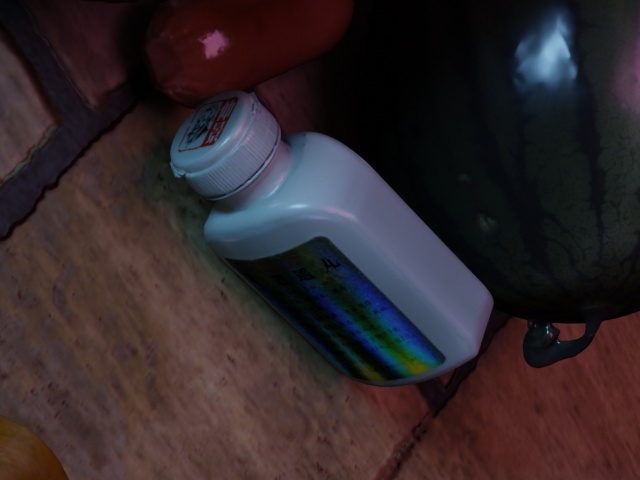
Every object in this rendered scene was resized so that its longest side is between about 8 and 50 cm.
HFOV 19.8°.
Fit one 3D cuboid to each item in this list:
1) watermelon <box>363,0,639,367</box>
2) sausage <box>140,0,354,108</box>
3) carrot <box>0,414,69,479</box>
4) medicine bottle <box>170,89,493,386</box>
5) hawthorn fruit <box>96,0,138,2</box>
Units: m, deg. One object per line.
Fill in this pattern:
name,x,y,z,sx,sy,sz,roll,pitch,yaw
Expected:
watermelon,0.170,-0.097,1.264,0.279,0.279,0.359,13,68,-46
sausage,-0.045,-0.140,1.188,0.194,0.077,0.077,-30,103,-50
carrot,-0.233,0.200,0.853,0.139,0.138,0.302,58,37,-21
medicine bottle,0.000,0.000,1.164,0.229,0.121,0.083,44,52,-32
hawthorn fruit,-0.096,-0.349,0.970,0.403,0.402,0.403,15,70,-46
